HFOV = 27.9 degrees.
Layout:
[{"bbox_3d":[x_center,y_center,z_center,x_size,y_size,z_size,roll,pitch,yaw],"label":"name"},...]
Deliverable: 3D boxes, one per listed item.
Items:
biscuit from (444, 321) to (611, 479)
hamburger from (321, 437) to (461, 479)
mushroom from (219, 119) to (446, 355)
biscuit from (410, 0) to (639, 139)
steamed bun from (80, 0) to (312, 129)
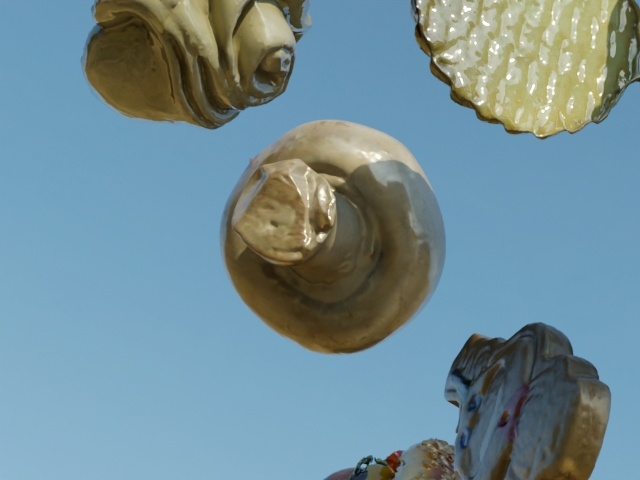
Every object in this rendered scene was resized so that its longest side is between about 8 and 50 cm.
[{"bbox_3d":[0.165,0.155,1.145,0.047,0.320,0.183,23,-78,-12],"label":"biscuit"},{"bbox_3d":[0.140,0.451,1.829,0.250,0.330,0.330,-23,-51,28],"label":"hamburger"},{"bbox_3d":[0.000,0.000,1.587,0.298,0.297,0.290,1,2,21],"label":"mushroom"},{"bbox_3d":[0.231,-0.196,1.391,0.274,0.187,0.036,-3,-16,-17],"label":"biscuit"},{"bbox_3d":[-0.109,-0.270,1.442,0.219,0.324,0.309,30,-33,3],"label":"steamed bun"}]
